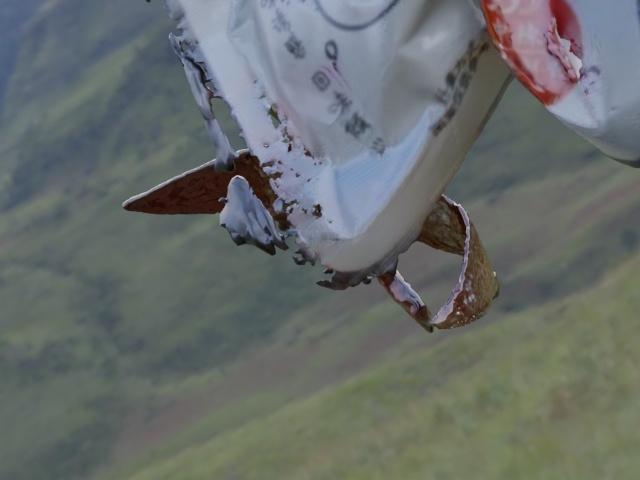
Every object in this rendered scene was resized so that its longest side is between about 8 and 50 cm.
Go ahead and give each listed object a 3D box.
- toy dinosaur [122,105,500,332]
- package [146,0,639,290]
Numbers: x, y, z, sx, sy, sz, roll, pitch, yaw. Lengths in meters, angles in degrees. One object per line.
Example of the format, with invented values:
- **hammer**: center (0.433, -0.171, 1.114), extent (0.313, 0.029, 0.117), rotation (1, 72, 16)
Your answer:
- **toy dinosaur**: center (-0.007, -0.007, 1.277), extent (0.113, 0.327, 0.206), rotation (-48, -24, -23)
- **package**: center (0.015, -0.129, 0.556), extent (0.194, 0.269, 0.071), rotation (-21, -13, 13)
